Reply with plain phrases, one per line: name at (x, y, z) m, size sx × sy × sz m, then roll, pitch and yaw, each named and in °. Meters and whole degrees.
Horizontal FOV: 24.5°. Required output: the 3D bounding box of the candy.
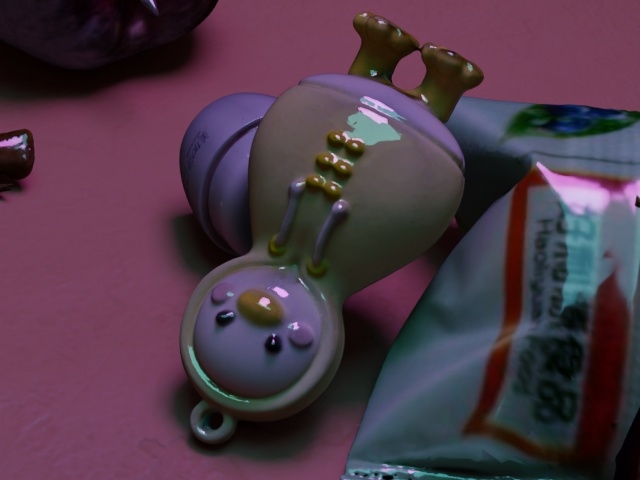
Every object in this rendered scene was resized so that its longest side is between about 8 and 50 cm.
candy at (0.160, 0.059, 0.979) m, size 0.262 × 0.172 × 0.398 m, roll 6°, pitch 57°, yaw 10°

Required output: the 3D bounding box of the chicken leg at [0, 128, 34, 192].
chicken leg at (-0.301, -0.058, 1.043) m, size 0.207 × 0.085 × 0.101 m, roll -4°, pitch 5°, yaw -28°

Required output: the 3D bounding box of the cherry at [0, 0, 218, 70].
cherry at (-0.200, -0.261, 1.222) m, size 0.255 × 0.218 × 0.296 m, roll -16°, pitch 34°, yaw -32°

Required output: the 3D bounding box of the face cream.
face cream at (-0.041, -0.047, 1.065) m, size 0.117 × 0.117 × 0.104 m, roll -10°, pitch 33°, yaw -25°

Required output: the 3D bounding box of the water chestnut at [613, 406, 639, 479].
water chestnut at (0.296, 0.140, 0.749) m, size 0.300 × 0.300 × 0.300 m, roll 7°, pitch 38°, yaw -5°

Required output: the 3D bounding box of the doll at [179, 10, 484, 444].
doll at (-0.001, -0.003, 0.942) m, size 0.141 × 0.117 × 0.296 m, roll 27°, pitch 75°, yaw 9°
